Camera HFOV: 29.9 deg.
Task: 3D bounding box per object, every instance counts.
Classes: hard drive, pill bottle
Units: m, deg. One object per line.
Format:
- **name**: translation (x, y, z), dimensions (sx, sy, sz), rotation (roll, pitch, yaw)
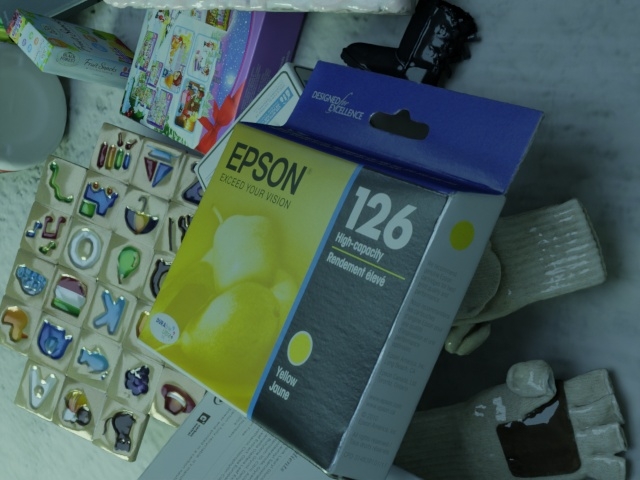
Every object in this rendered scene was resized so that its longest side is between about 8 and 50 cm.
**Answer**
- **hard drive**: translation (-0.342, -0.313, 1.503), dimensions (0.135, 0.022, 0.094), rotation (-26, 63, -1)
- **pill bottle**: translation (-0.477, -0.160, 1.576), dimensions (0.283, 0.161, 0.161), rotation (-3, 84, 44)

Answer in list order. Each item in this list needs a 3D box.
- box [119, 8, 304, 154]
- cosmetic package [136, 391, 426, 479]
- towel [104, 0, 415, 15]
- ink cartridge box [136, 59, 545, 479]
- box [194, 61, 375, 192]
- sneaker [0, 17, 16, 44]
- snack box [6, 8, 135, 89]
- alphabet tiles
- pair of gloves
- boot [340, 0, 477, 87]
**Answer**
- **box**: translation (-0.106, -0.245, 1.295), dimensions (0.201, 0.057, 0.293), rotation (28, 105, 43)
- **cosmetic package**: translation (0.032, 0.271, 0.984), dimensions (0.365, 0.197, 0.155), rotation (20, 64, 46)
- **towel**: translation (-0.056, -0.369, 1.102), dimensions (0.332, 0.053, 0.317), rotation (7, 104, 24)
- **ink cartridge box**: translation (0.000, 0.000, 0.979), dimensions (0.304, 0.072, 0.307), rotation (23, 91, 52)
- **box**: translation (0.006, -0.006, 1.138), dimensions (0.169, 0.087, 0.290), rotation (-44, 58, 31)
- **sneaker**: translation (-0.446, -0.354, 1.602), dimensions (0.295, 0.109, 0.123), rotation (46, 118, 36)
- **snack box**: translation (-0.282, -0.222, 1.406), dimensions (0.100, 0.141, 0.037), rotation (42, 114, 39)
- **alphabet tiles**: translation (-0.224, 0.055, 1.330), dimensions (0.285, 0.011, 0.342), rotation (20, 94, 22)
- **pair of gloves**: translation (0.136, 0.093, 0.970), dimensions (0.204, 0.042, 0.240), rotation (-8, 98, 20)
- **boot**: translation (0.082, -0.185, 1.115), dimensions (0.121, 0.045, 0.099), rotation (40, 115, 33)
